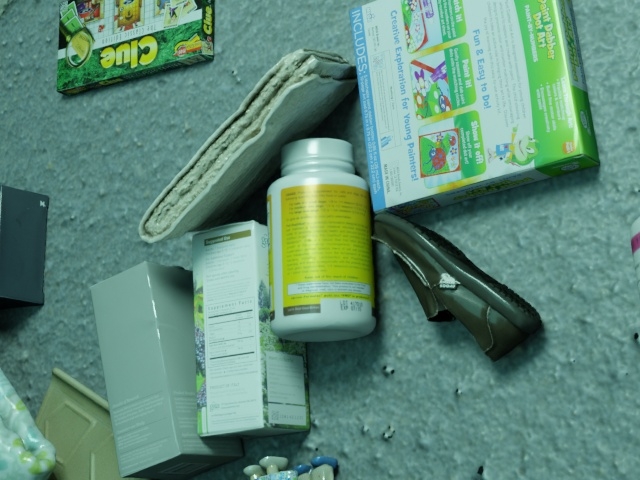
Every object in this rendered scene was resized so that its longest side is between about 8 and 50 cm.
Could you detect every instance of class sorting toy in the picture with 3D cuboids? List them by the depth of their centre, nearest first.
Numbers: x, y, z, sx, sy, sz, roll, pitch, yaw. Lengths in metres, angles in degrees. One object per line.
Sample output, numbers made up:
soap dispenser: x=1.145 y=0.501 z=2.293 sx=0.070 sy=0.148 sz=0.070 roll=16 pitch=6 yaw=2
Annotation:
sorting toy: x=-0.338 y=0.287 z=1.521 sx=0.307 sy=0.041 sz=0.229 roll=26 pitch=99 yaw=34

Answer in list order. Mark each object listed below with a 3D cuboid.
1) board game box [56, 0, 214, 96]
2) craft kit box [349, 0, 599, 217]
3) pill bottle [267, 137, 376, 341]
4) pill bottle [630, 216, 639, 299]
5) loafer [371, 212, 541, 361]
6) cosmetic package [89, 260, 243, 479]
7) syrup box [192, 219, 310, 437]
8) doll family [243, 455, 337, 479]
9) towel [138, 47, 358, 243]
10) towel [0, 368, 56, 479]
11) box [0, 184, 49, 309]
board game box: x=-0.252 y=-0.284 z=1.584 sx=0.260 sy=0.030 sz=0.136 roll=-9 pitch=78 yaw=32
craft kit box: x=0.160 y=-0.172 z=1.275 sx=0.247 sy=0.061 sz=0.249 roll=-15 pitch=72 yaw=33
pill bottle: x=0.000 y=0.000 z=1.305 sx=0.117 sy=0.117 sz=0.215 roll=-10 pitch=76 yaw=32
pill bottle: x=0.367 y=0.109 z=1.015 sx=0.160 sy=0.160 sz=0.283 roll=-14 pitch=73 yaw=31
loafer: x=0.126 y=0.048 z=1.234 sx=0.220 sy=0.080 sz=0.078 roll=40 pitch=102 yaw=32
cosmetic package: x=-0.182 y=0.154 z=1.390 sx=0.107 sy=0.127 sz=0.238 roll=-26 pitch=65 yaw=27
syrup box: x=-0.081 y=0.104 z=1.351 sx=0.096 sy=0.093 sz=0.236 roll=-13 pitch=74 yaw=31
doll family: x=-0.079 y=0.340 z=1.266 sx=0.263 sy=0.118 sz=0.163 roll=-34 pitch=48 yaw=25
towel: x=-0.074 y=-0.105 z=1.338 sx=0.049 sy=0.187 sz=0.282 roll=47 pitch=109 yaw=10
towel: x=-0.528 y=0.257 z=1.560 sx=0.374 sy=0.090 sz=0.320 roll=49 pitch=122 yaw=21
box: x=-0.465 y=0.014 z=1.624 sx=0.158 sy=0.093 sz=0.156 roll=-8 pitch=76 yaw=31
